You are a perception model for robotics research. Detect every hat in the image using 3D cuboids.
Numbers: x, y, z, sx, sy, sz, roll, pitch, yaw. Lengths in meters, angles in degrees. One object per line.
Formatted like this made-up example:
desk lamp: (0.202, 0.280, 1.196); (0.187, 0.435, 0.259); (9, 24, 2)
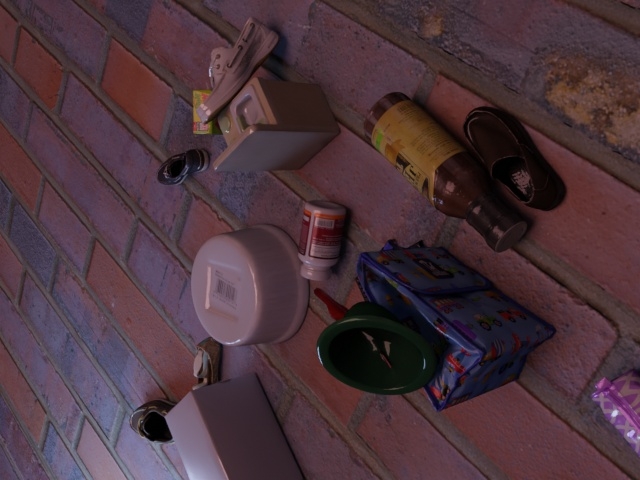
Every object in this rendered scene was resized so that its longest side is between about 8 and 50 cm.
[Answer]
hat: (0.088, 0.117, 1.200); (0.208, 0.183, 0.173); (18, 132, 0)

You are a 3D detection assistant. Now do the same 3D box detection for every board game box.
board game box: (-0.232, -0.282, 1.687); (0.043, 0.181, 0.092); (2, 97, 10)

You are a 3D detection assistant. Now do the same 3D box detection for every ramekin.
ramekin: (-0.167, 0.104, 1.693); (0.277, 0.135, 0.277); (7, 100, 45)

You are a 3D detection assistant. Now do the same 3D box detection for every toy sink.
toy sink: (-0.108, -0.232, 1.525); (0.153, 0.234, 0.131); (-38, 68, 42)

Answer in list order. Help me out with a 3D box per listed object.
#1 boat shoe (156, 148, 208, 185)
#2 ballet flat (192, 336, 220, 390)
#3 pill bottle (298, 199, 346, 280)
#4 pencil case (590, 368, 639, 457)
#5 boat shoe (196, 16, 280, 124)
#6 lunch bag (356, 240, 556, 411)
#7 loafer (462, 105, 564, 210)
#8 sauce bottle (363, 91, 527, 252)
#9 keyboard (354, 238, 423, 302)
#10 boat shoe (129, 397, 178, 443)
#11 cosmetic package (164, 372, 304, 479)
boat shoe: (-0.364, -0.185, 1.906); (0.206, 0.065, 0.075); (-14, 85, 45)
ballet flat: (-0.288, 0.343, 1.889); (0.073, 0.067, 0.206); (7, 100, 40)
pill bottle: (0.000, 0.000, 1.547); (0.086, 0.086, 0.152); (23, 110, 41)
pencil case: (0.482, 0.284, 1.094); (0.206, 0.088, 0.086); (55, 127, 27)
boat shoe: (-0.191, -0.357, 1.578); (0.096, 0.277, 0.098); (40, 149, -15)
lunch bag: (0.199, 0.110, 1.264); (0.293, 0.221, 0.138); (48, 125, 30)
loafer: (0.303, -0.139, 1.231); (0.220, 0.078, 0.080); (52, 128, 27)
sauce bottle: (0.210, -0.118, 1.303); (0.344, 0.111, 0.111); (50, 126, 31)
keyboard: (0.135, 0.057, 1.463); (0.180, 0.023, 0.108); (-32, 72, 41)
boat shoe: (-0.434, 0.487, 2.036); (0.305, 0.091, 0.109); (-10, 87, 45)
cosmetic package: (-0.178, 0.505, 1.708); (0.155, 0.197, 0.365); (-47, 61, 39)
